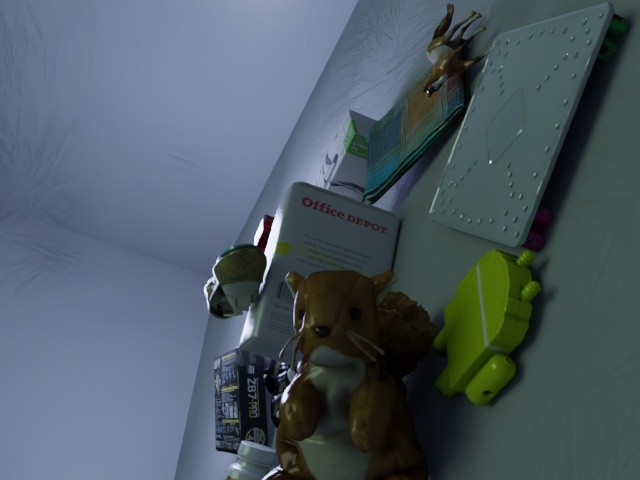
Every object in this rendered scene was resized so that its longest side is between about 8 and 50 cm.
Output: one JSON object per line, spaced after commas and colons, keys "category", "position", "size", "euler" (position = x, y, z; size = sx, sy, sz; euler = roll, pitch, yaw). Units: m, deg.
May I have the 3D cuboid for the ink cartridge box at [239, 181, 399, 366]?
{"category": "ink cartridge box", "position": [0.004, 0.096, 1.726], "size": [0.160, 0.279, 0.385], "euler": [136, 151, -64]}

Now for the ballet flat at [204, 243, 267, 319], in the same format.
{"category": "ballet flat", "position": [-0.189, 0.106, 1.670], "size": [0.348, 0.123, 0.123], "euler": [136, 150, -65]}

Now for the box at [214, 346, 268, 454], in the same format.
{"category": "box", "position": [-0.262, 0.511, 2.368], "size": [0.395, 0.097, 0.319], "euler": [143, 124, -67]}

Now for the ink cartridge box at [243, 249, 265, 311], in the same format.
{"category": "ink cartridge box", "position": [-0.077, 0.139, 1.989], "size": [0.197, 0.272, 0.114], "euler": [136, 147, -61]}

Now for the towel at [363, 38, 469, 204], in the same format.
{"category": "towel", "position": [0.223, -0.285, 1.789], "size": [0.370, 0.040, 0.272], "euler": [-45, 29, 42]}

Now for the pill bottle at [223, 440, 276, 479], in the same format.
{"category": "pill bottle", "position": [-0.201, 0.672, 2.027], "size": [0.131, 0.131, 0.230], "euler": [165, 123, -73]}

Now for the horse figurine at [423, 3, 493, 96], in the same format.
{"category": "horse figurine", "position": [0.294, -0.429, 1.667], "size": [0.174, 0.066, 0.263], "euler": [-39, 33, 25]}

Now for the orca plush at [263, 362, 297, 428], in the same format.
{"category": "orca plush", "position": [-0.106, 0.387, 2.105], "size": [0.151, 0.102, 0.288], "euler": [148, 140, -68]}

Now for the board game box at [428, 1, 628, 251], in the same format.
{"category": "board game box", "position": [0.341, -0.190, 1.298], "size": [0.390, 0.050, 0.390], "euler": [-147, 77, -75]}

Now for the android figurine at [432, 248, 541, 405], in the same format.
{"category": "android figurine", "position": [0.258, 0.127, 1.171], "size": [0.248, 0.056, 0.273], "euler": [-85, 18, -47]}

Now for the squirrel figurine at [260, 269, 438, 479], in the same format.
{"category": "squirrel figurine", "position": [0.048, 0.212, 1.271], "size": [0.397, 0.280, 0.371], "euler": [-39, -58, -65]}

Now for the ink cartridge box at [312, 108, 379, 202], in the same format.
{"category": "ink cartridge box", "position": [0.083, -0.212, 2.169], "size": [0.198, 0.114, 0.273], "euler": [-97, 30, -61]}

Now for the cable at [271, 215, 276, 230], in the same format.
{"category": "cable", "position": [0.000, 0.000, 1.906], "size": [0.089, 0.257, 0.257], "euler": [-41, 20, 57]}

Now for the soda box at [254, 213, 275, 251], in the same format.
{"category": "soda box", "position": [-0.046, 0.023, 2.034], "size": [0.092, 0.263, 0.084], "euler": [-94, 26, -59]}

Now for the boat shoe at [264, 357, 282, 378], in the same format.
{"category": "boat shoe", "position": [-0.190, 0.386, 2.444], "size": [0.285, 0.092, 0.103], "euler": [176, 113, -75]}
